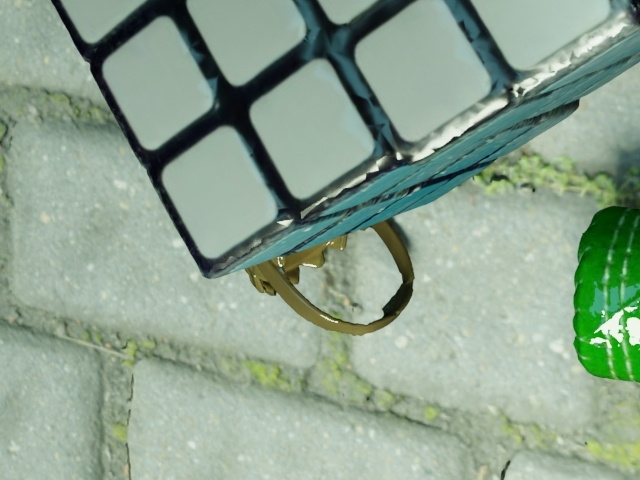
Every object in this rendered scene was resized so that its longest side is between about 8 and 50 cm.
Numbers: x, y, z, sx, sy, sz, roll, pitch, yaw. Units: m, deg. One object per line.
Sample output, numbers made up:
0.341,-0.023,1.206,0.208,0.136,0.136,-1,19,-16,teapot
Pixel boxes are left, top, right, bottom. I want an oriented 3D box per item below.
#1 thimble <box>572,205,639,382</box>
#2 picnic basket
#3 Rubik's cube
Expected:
0.239,0.044,1.058,0.090,0.118,0.130,5,131,25,thimble
0.000,0.000,1.175,0.178,0.128,0.138,51,144,9,picnic basket
0.045,-0.216,0.973,0.337,0.344,0.344,-33,84,32,Rubik's cube
